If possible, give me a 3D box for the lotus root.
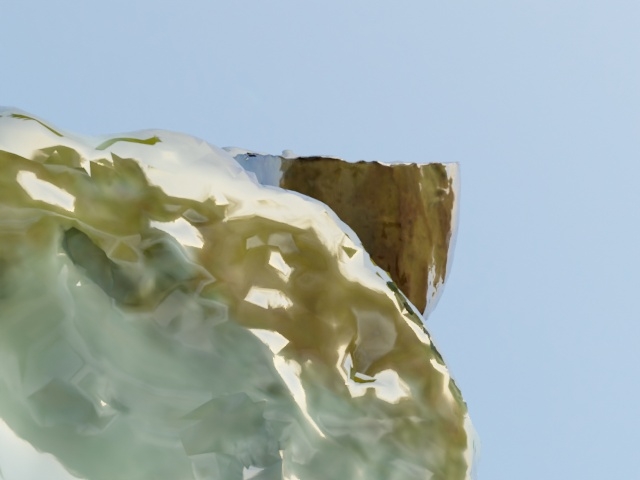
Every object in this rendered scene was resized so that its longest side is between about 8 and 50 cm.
[{"bbox_3d":[0.001,0.003,0.711,0.159,0.095,0.135,-9,-89,11],"label":"lotus root"}]

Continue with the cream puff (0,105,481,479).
[{"bbox_3d":[-0.128,0.119,0.528,0.378,0.378,0.275,13,-43,-19],"label":"cream puff"}]
